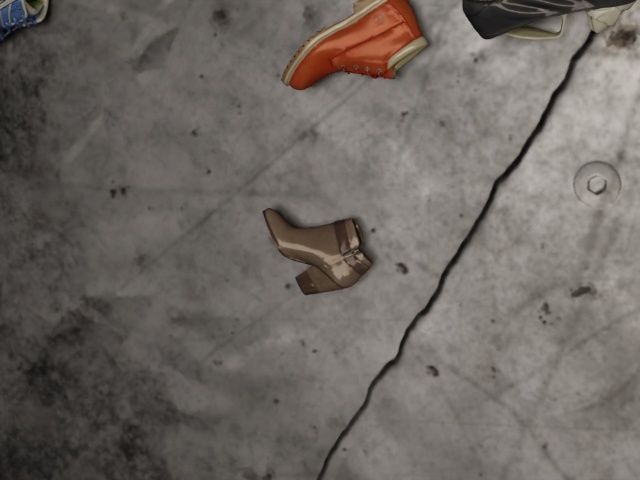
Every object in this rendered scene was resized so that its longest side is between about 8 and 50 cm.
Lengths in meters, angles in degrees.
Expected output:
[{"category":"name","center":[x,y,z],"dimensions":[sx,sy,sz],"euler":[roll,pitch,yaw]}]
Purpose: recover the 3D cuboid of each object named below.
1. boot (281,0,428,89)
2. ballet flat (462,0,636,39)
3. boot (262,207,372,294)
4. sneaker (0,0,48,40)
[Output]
[{"category":"boot","center":[0.034,-0.189,1.158],"dimensions":[0.158,0.059,0.085],"euler":[-33,90,21]},{"category":"ballet flat","center":[0.238,-0.230,1.071],"dimensions":[0.203,0.074,0.074],"euler":[-8,94,16]},{"category":"boot","center":[0.000,0.000,1.208],"dimensions":[0.087,0.042,0.118],"euler":[-30,87,16]},{"category":"sneaker","center":[-0.370,-0.268,1.289],"dimensions":[0.081,0.080,0.211],"euler":[47,112,12]}]
